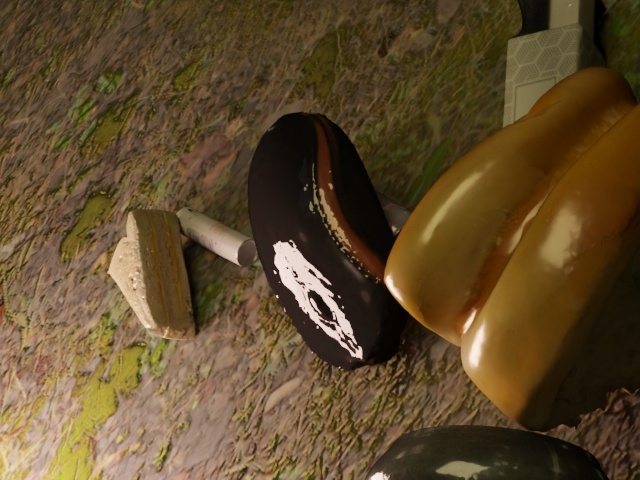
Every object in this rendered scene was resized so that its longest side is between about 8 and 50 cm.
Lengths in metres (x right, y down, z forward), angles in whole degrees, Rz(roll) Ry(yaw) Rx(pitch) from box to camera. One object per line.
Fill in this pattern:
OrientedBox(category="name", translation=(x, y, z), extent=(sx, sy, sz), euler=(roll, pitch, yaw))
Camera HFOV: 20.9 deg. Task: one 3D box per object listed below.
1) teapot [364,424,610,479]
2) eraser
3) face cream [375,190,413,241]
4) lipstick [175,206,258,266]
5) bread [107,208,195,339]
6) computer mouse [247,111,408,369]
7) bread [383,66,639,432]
OrientedBox(category="teapot", translation=(0.139, 0.373, 1.677), extent=(0.300, 0.253, 0.344), euler=(-28, 48, 55))
OrientedBox(category="eraser", translation=(0.269, -0.119, 1.991), extent=(0.096, 0.098, 0.404), euler=(-10, 57, 29))
OrientedBox(category="face cream", translation=(0.059, -0.023, 2.095), extent=(0.229, 0.075, 0.075), euler=(31, 82, 44))
OrientedBox(category="lipstick", translation=(-0.137, -0.006, 2.249), extent=(0.141, 0.040, 0.040), euler=(25, 78, 43))
OrientedBox(category="bread", translation=(-0.202, 0.043, 2.218), extent=(0.152, 0.077, 0.105), euler=(48, 120, 43))
OrientedBox(category="computer mouse", translation=(-0.004, 0.000, 2.028), extent=(0.183, 0.116, 0.323), euler=(-48, 58, 48))
OrientedBox(category="bread", translation=(0.258, -0.001, 1.720), extent=(0.245, 0.329, 0.424), euler=(18, 38, 30))
